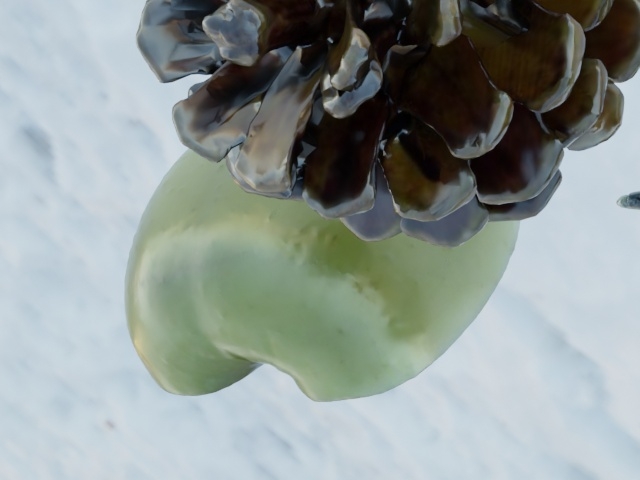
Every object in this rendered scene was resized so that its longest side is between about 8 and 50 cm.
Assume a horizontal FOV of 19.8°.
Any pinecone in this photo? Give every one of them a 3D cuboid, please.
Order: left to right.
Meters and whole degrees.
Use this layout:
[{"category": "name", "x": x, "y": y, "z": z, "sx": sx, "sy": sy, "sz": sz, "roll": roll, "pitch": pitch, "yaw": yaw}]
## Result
[{"category": "pinecone", "x": 0.022, "y": -0.166, "z": 1.244, "sx": 0.384, "sy": 0.384, "sz": 0.384, "roll": 30, "pitch": 152, "yaw": 18}]

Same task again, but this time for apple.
[{"category": "apple", "x": 0.000, "y": 0.000, "z": 1.750, "sx": 0.320, "sy": 0.360, "sz": 0.311, "roll": 30, "pitch": 141, "yaw": 2}]

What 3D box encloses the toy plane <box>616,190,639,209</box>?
[{"category": "toy plane", "x": 0.321, "y": -0.039, "z": 1.274, "sx": 0.262, "sy": 0.192, "sz": 0.088, "roll": 2, "pitch": 150, "yaw": 29}]
